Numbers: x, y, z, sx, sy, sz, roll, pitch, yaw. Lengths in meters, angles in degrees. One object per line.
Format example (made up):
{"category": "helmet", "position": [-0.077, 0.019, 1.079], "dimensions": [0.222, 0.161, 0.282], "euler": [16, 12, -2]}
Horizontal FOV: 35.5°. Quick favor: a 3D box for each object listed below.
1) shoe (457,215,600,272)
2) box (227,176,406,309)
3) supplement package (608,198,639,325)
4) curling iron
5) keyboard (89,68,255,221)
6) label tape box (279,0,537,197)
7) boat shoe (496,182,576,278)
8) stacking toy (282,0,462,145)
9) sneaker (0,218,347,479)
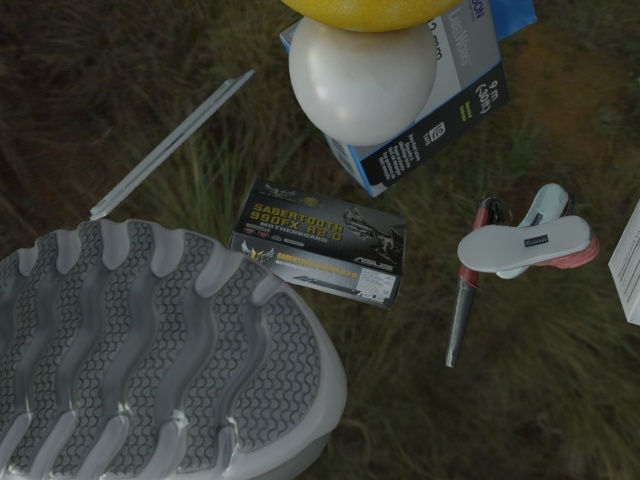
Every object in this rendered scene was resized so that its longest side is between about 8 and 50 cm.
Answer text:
{"category": "shoe", "position": [0.276, 0.014, 1.318], "dimensions": [0.177, 0.081, 0.064], "euler": [-11, 68, 24]}
{"category": "box", "position": [0.000, 0.000, 1.374], "dimensions": [0.231, 0.183, 0.056], "euler": [16, 118, 0]}
{"category": "supplement package", "position": [0.510, 0.015, 1.177], "dimensions": [0.261, 0.145, 0.204], "euler": [17, 118, -2]}
{"category": "curling iron", "position": [0.235, 0.060, 1.516], "dimensions": [0.068, 0.035, 0.274], "euler": [20, 83, -35]}
{"category": "keyboard", "position": [-0.173, -0.114, 1.176], "dimensions": [0.256, 0.072, 0.014], "euler": [-48, 111, -21]}
{"category": "label tape box", "position": [0.148, -0.248, 1.275], "dimensions": [0.347, 0.115, 0.249], "euler": [-34, 144, -4]}
{"category": "boat shoe", "position": [0.368, -0.009, 1.686], "dimensions": [0.065, 0.083, 0.183], "euler": [41, 106, 31]}
{"category": "stacking toy", "position": [0.032, -0.260, 0.664], "dimensions": [0.350, 0.351, 0.480], "euler": [-1, 130, -5]}
{"category": "sneaker", "position": [-0.103, 0.068, 0.408], "dimensions": [0.281, 0.105, 0.115], "euler": [-7, 144, 33]}
